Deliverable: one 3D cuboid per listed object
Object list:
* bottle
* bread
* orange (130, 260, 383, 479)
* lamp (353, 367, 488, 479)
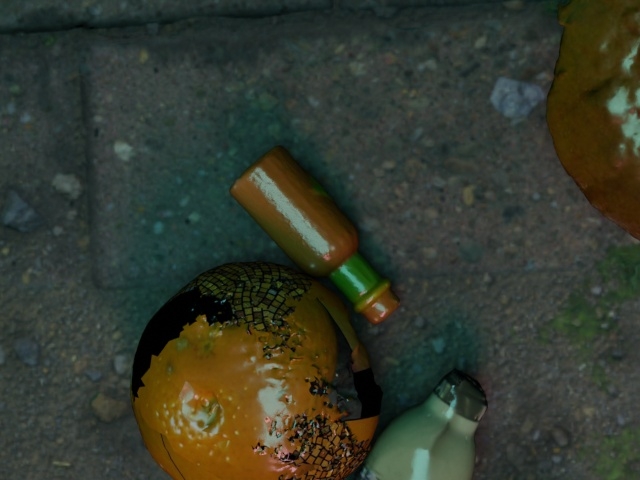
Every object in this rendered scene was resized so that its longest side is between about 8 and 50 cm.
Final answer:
[{"bbox_3d":[0.000,0.000,1.802,0.069,0.069,0.187,-41,90,10],"label":"bottle"},{"bbox_3d":[0.354,-0.132,1.683,0.312,0.172,0.312,1,95,14],"label":"bread"},{"bbox_3d":[-0.062,0.136,1.767,0.234,0.182,0.234,6,105,22],"label":"orange"},{"bbox_3d":[0.078,0.231,1.790,0.101,0.101,0.250,32,102,6],"label":"lamp"}]
